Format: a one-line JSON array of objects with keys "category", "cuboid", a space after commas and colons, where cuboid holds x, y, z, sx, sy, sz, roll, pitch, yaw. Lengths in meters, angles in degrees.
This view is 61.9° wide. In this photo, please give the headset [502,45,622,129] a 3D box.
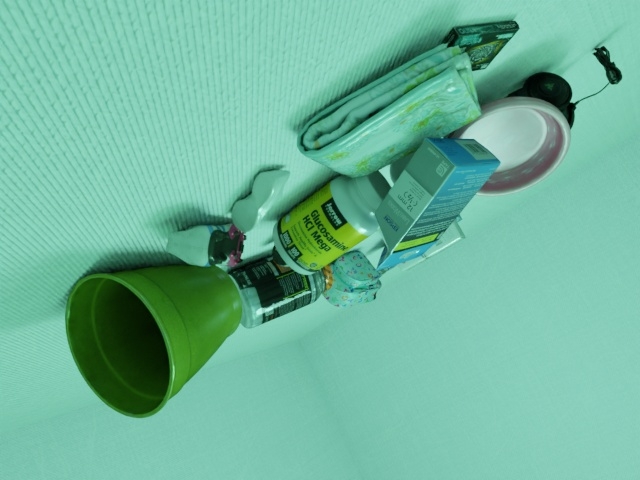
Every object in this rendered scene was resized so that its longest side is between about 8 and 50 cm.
[{"category": "headset", "cuboid": [0.643, -0.401, 1.527, 0.394, 0.185, 0.243, -21, 155, 22]}]

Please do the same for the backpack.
[{"category": "backpack", "cuboid": [0.122, 0.174, 2.351, 0.253, 0.225, 0.191, -14, 139, -27]}]

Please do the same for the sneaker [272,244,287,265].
[{"category": "sneaker", "cuboid": [0.000, 0.000, 1.730, 0.329, 0.130, 0.147, -25, 163, -8]}]

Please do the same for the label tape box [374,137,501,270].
[{"category": "label tape box", "cuboid": [0.268, -0.094, 1.363, 0.249, 0.115, 0.348, -12, 145, -48]}]

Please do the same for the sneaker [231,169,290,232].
[{"category": "sneaker", "cuboid": [-0.138, -0.095, 1.293, 0.094, 0.080, 0.212, -29, 170, -46]}]

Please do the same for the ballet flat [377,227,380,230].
[{"category": "ballet flat", "cuboid": [0.180, -0.039, 2.026, 0.168, 0.057, 0.052, -30, -160, 13]}]

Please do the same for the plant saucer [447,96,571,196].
[{"category": "plant saucer", "cuboid": [0.497, -0.261, 1.452, 0.331, 0.084, 0.332, -1, 141, 0]}]

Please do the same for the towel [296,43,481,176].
[{"category": "towel", "cuboid": [0.165, -0.257, 1.176, 0.374, 0.090, 0.320, -25, 166, 18]}]

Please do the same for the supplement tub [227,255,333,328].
[{"category": "supplement tub", "cuboid": [-0.140, 0.152, 1.842, 0.337, 0.207, 0.207, -19, 163, -25]}]

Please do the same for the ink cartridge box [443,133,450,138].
[{"category": "ink cartridge box", "cuboid": [0.406, -0.308, 1.546, 0.088, 0.052, 0.122, -32, 163, 19]}]

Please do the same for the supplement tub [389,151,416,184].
[{"category": "supplement tub", "cuboid": [0.294, -0.194, 1.556, 0.144, 0.144, 0.199, -32, 165, 18]}]

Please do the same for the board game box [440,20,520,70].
[{"category": "board game box", "cuboid": [0.318, -0.403, 1.127, 0.186, 0.026, 0.126, -18, 162, -30]}]

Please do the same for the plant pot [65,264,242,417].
[{"category": "plant pot", "cuboid": [-0.401, 0.215, 1.415, 0.366, 0.367, 0.353, -37, 173, 32]}]

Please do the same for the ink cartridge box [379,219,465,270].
[{"category": "ink cartridge box", "cuboid": [0.416, -0.029, 2.192, 0.283, 0.207, 0.117, -32, 167, 21]}]

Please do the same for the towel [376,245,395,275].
[{"category": "towel", "cuboid": [0.336, 0.049, 2.452, 0.285, 0.034, 0.209, -49, -165, 57]}]

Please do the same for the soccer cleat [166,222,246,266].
[{"category": "soccer cleat", "cuboid": [-0.281, 0.005, 1.345, 0.143, 0.116, 0.331, 8, 179, 5]}]

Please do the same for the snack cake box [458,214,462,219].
[{"category": "snack cake box", "cuboid": [0.524, -0.102, 2.367, 0.152, 0.089, 0.264, -32, 165, 20]}]

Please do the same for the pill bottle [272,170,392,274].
[{"category": "pill bottle", "cuboid": [0.041, -0.060, 1.485, 0.334, 0.188, 0.188, -36, 163, 27]}]
